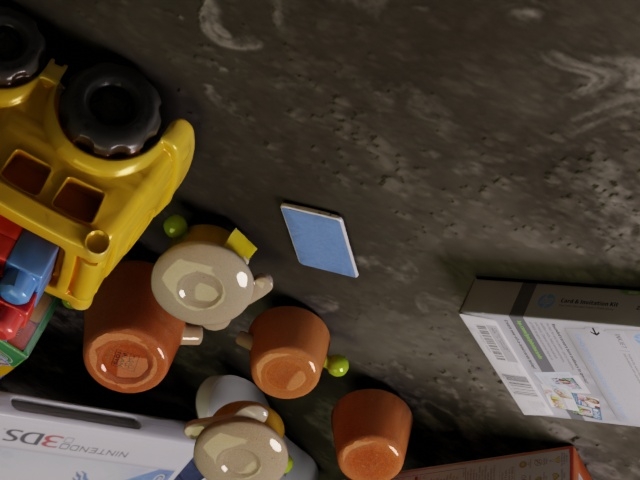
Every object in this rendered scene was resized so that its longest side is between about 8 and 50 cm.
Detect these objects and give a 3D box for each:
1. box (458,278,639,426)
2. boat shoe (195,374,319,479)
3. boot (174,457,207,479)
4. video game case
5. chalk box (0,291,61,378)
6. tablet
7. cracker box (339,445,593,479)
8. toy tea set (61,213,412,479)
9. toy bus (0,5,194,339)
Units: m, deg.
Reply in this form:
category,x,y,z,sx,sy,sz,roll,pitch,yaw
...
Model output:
category,x,y,z,sx,sy,sz,roll,pitch,yaw
box,0.217,0.090,1.296,0.186,0.038,0.145,4,144,37
boat shoe,-0.079,0.204,1.680,0.070,0.077,0.219,4,146,32
boot,-0.140,0.249,1.821,0.086,0.069,0.190,-6,152,16
video game case,-0.323,0.277,1.689,0.300,0.036,0.329,15,127,-39
chalk box,-0.305,0.035,1.535,0.132,0.132,0.213,35,151,-14
tablet,0.000,0.000,1.358,0.054,0.006,0.083,14,150,21
cracker box,0.144,0.270,1.548,0.232,0.067,0.155,-12,137,22
toy tea set,-0.064,0.104,1.511,0.200,0.124,0.336,-32,118,23
toy bus,-0.236,-0.041,1.276,0.220,0.211,0.149,29,153,-1
